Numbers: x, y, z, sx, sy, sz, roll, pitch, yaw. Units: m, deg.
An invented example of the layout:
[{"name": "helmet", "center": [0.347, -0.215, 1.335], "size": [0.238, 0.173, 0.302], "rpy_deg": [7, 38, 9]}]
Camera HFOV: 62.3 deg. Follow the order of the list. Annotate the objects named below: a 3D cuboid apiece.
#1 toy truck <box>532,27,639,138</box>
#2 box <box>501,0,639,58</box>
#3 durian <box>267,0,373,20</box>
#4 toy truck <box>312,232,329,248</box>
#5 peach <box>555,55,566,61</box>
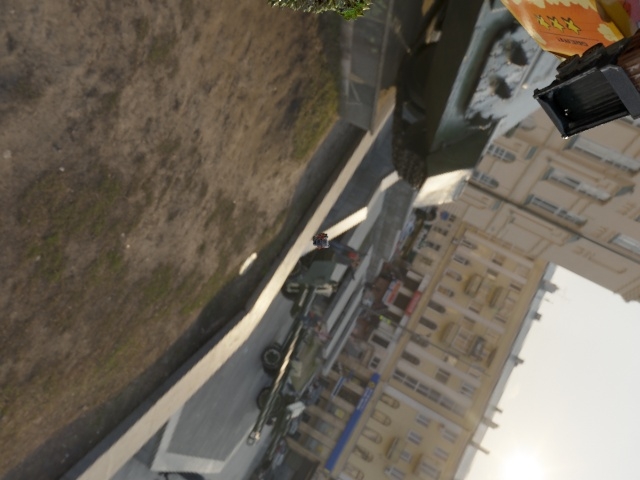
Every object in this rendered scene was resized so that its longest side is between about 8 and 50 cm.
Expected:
[{"name": "toy truck", "center": [0.358, -0.195, 0.649], "size": [0.092, 0.083, 0.192], "rpy_deg": [-46, -167, -23]}, {"name": "box", "center": [0.417, -0.408, 0.708], "size": [0.284, 0.213, 0.260], "rpy_deg": [-50, -153, 14]}, {"name": "durian", "center": [-0.010, -0.495, 0.932], "size": [0.200, 0.236, 0.176], "rpy_deg": [-62, 165, -5]}, {"name": "toy truck", "center": [0.000, 0.000, 0.970], "size": [0.083, 0.031, 0.024], "rpy_deg": [-109, -163, -82]}, {"name": "peach", "center": [0.587, -0.441, 1.067], "size": [0.253, 0.252, 0.252], "rpy_deg": [-58, 167, -21]}]
